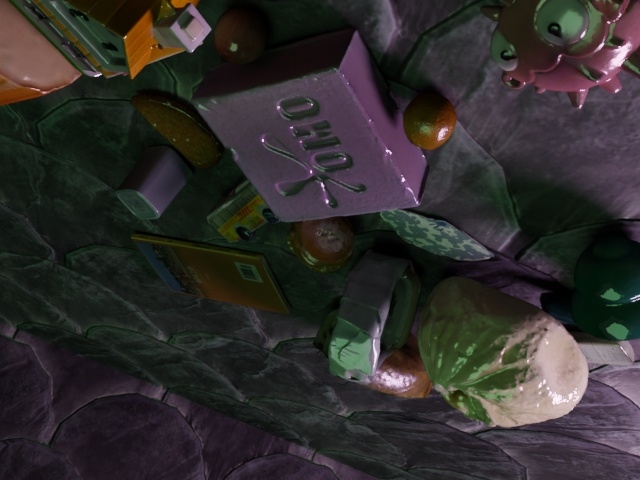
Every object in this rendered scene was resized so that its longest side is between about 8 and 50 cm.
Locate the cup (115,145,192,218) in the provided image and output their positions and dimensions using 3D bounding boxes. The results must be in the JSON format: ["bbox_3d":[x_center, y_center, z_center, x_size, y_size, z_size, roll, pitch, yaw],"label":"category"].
[{"bbox_3d":[-0.347,-0.118,1.510,0.128,0.129,0.095,0,138,40],"label":"cup"}]

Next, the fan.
[{"bbox_3d":[0.214,-0.011,1.419,0.240,0.009,0.131,24,152,-3],"label":"fan"}]

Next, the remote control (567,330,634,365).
[{"bbox_3d":[0.534,0.225,1.569,0.233,0.038,0.098,-4,141,41],"label":"remote control"}]

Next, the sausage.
[{"bbox_3d":[-0.532,-0.329,1.174,0.287,0.233,0.233,0,144,36],"label":"sausage"}]

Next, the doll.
[{"bbox_3d":[0.295,-0.252,0.867,0.211,0.093,0.262,38,151,-15],"label":"doll"}]

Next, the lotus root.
[{"bbox_3d":[0.156,0.268,1.746,0.260,0.149,0.267,24,-178,-21],"label":"lotus root"}]

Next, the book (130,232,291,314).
[{"bbox_3d":[-0.276,0.087,1.906,0.374,0.028,0.262,9,149,22],"label":"book"}]

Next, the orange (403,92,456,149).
[{"bbox_3d":[0.161,-0.177,1.105,0.085,0.085,0.085,17,151,10],"label":"orange"}]

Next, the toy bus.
[{"bbox_3d":[-0.128,-0.076,1.472,0.106,0.092,0.268,42,148,-14],"label":"toy bus"}]

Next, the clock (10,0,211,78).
[{"bbox_3d":[-0.276,-0.336,1.000,0.309,0.166,0.235,19,158,46],"label":"clock"}]

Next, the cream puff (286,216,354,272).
[{"bbox_3d":[0.001,-0.002,1.467,0.144,0.126,0.103,36,165,-6],"label":"cream puff"}]

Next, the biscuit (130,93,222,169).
[{"bbox_3d":[-0.251,-0.207,1.393,0.126,0.025,0.206,-3,144,39],"label":"biscuit"}]

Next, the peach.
[{"bbox_3d":[-0.117,-0.299,1.095,0.083,0.083,0.083,17,151,10],"label":"peach"}]

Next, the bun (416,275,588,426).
[{"bbox_3d":[0.336,0.240,1.467,0.349,0.227,0.352,37,168,-1],"label":"bun"}]

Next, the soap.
[{"bbox_3d":[-0.011,-0.169,1.183,0.285,0.107,0.296,-6,136,35],"label":"soap"}]

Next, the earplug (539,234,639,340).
[{"bbox_3d":[0.498,0.088,1.290,0.164,0.257,0.280,-19,126,-1],"label":"earplug"}]

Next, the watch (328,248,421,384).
[{"bbox_3d":[0.092,0.154,1.479,0.162,0.253,0.241,13,-172,17],"label":"watch"}]
